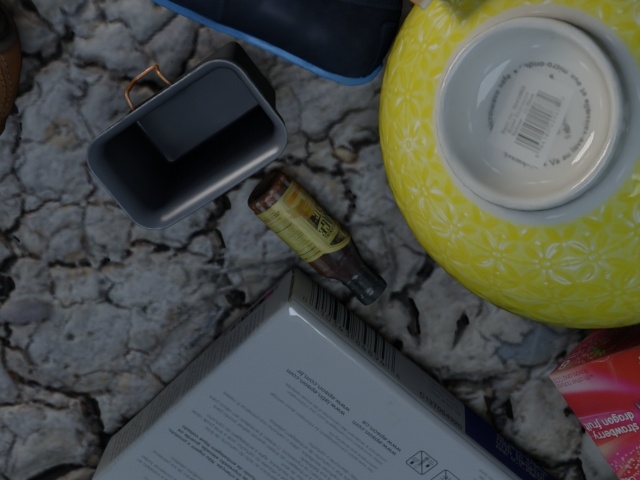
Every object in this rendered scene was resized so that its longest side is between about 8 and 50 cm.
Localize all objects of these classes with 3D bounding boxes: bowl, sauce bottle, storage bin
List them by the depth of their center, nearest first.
[{"bbox_3d":[0.152,-0.078,0.851,0.289,0.156,0.289,2,94,25],"label":"bowl"},{"bbox_3d":[-0.096,-0.089,0.963,0.135,0.091,0.098,-32,111,16],"label":"storage bin"},{"bbox_3d":[0.000,0.000,1.033,0.042,0.042,0.128,-40,111,20],"label":"sauce bottle"}]

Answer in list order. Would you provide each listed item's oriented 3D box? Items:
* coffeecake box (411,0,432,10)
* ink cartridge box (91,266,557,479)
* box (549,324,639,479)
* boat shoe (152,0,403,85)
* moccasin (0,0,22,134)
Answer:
[{"bbox_3d":[0.011,-0.245,0.850,0.185,0.142,0.068,33,114,-14],"label":"coffeecake box"},{"bbox_3d":[-0.012,0.231,1.136,0.324,0.071,0.330,40,115,-17],"label":"ink cartridge box"},{"bbox_3d":[0.308,0.087,0.938,0.128,0.122,0.257,56,142,-4],"label":"box"},{"bbox_3d":[-0.063,-0.197,0.916,0.258,0.109,0.089,20,110,-25],"label":"boat shoe"},{"bbox_3d":[-0.394,-0.092,0.894,0.380,0.139,0.147,-14,138,-34],"label":"moccasin"}]
